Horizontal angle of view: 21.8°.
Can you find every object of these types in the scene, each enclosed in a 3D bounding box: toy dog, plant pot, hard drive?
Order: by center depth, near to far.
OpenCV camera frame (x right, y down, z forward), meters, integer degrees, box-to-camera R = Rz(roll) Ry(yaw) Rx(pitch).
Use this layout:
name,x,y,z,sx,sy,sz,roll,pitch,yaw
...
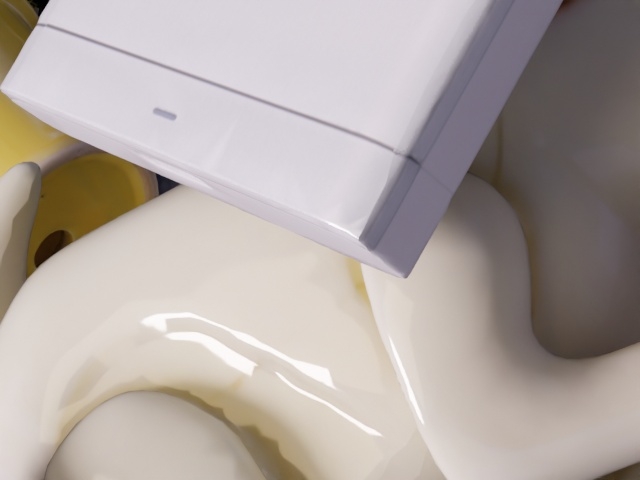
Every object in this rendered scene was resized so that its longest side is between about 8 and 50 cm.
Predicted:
name,x,y,z,sx,sy,sz,roll,pitch,yaw
hard drive,0.032,-0.178,0.660,0.233,0.047,0.353,23,81,45
toy dog,0.050,0.016,0.760,0.408,0.284,0.395,-52,52,6
plant pot,-0.247,-0.048,1.099,0.239,0.254,0.254,34,104,29

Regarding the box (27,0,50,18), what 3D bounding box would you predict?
name,x,y,z,sx,sy,sz,roll,pitch,yaw
box,-0.211,-0.276,1.248,0.220,0.051,0.175,-45,51,28
